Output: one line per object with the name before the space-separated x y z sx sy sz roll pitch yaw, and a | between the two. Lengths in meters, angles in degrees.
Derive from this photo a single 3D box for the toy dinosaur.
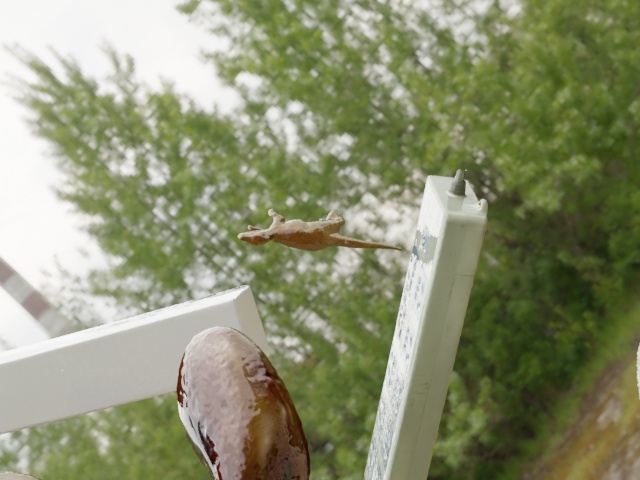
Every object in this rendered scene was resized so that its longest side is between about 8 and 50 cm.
toy dinosaur | 0.000 0.000 1.245 0.126 0.162 0.039 -39 -37 -67

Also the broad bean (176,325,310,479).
broad bean | -0.070 0.150 0.951 0.084 0.165 0.114 11 -56 -52

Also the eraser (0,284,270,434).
eraser | -0.208 0.125 1.171 0.298 0.078 0.076 -15 7 11

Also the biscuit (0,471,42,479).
biscuit | -0.314 0.319 0.915 0.320 0.183 0.047 -51 -36 -40

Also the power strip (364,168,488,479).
power strip | 0.094 0.105 1.047 0.106 0.043 0.367 -100 19 -68

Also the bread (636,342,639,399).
bread | 0.388 0.086 1.091 0.228 0.033 0.228 -48 16 19
